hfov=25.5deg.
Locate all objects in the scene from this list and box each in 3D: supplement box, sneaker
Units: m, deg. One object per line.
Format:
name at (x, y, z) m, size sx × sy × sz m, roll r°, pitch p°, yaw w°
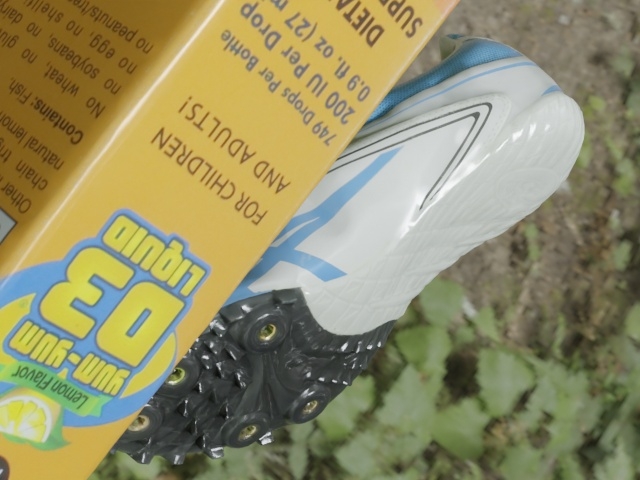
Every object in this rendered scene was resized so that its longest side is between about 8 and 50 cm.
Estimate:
supplement box at (-0.060, -0.017, 0.372) m, size 0.233 × 0.080 × 0.078 m, roll -51°, pitch 142°, yaw 0°
sneaker at (0.000, 0.000, 0.554) m, size 0.237 × 0.086 × 0.085 m, roll -37°, pitch 142°, yaw -22°
